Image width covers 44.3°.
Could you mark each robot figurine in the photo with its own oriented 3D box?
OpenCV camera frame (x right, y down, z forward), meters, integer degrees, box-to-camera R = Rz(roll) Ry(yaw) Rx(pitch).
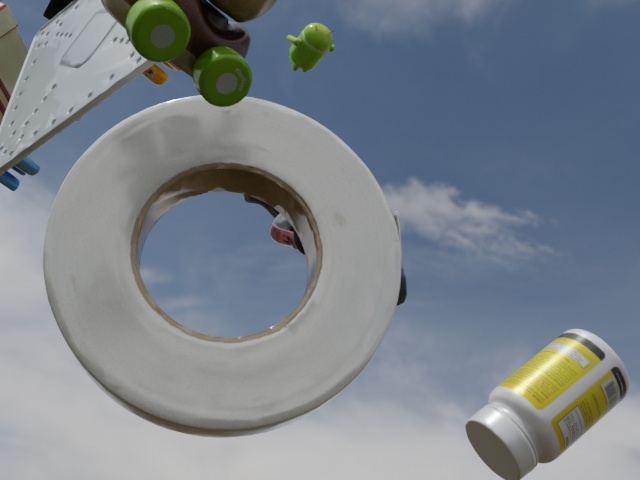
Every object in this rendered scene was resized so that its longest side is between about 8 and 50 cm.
[{"bbox_3d":[-0.019,-0.395,1.607,0.101,0.067,0.115,1,-30,-35],"label":"robot figurine"}]

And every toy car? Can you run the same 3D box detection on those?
[{"bbox_3d":[-0.093,-0.247,0.719,0.188,0.155,0.149,-49,-48,11],"label":"toy car"}]

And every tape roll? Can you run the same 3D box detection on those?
[{"bbox_3d":[-0.102,0.020,0.878,0.391,0.392,0.072,18,-23,-3],"label":"tape roll"}]

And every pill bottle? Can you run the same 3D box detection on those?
[{"bbox_3d":[0.304,0.222,1.062,0.119,0.208,0.119,47,-23,27],"label":"pill bottle"}]

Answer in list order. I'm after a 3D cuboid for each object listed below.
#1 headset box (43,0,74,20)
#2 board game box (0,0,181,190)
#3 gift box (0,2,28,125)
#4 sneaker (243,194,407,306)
[{"bbox_3d":[-0.394,-0.524,1.546,0.110,0.293,0.218,35,-64,-9],"label":"headset box"},{"bbox_3d":[-0.337,-0.297,1.212,0.389,0.390,0.050,-28,-48,26],"label":"board game box"},{"bbox_3d":[-0.692,-0.343,1.494,0.255,0.276,0.258,19,-34,27],"label":"gift box"},{"bbox_3d":[0.000,0.000,1.191,0.319,0.131,0.112,48,-34,35],"label":"sneaker"}]
